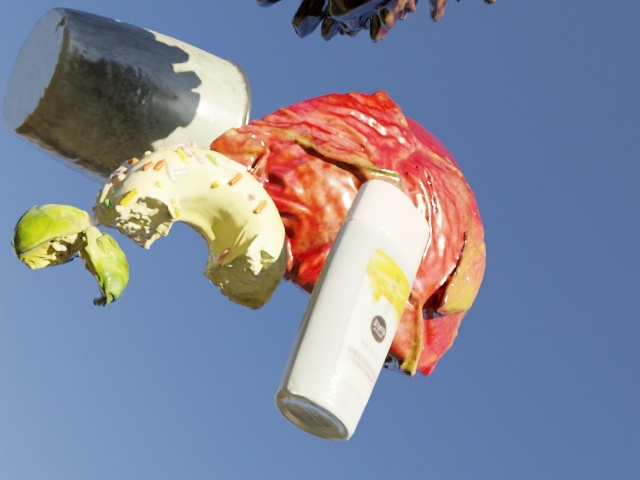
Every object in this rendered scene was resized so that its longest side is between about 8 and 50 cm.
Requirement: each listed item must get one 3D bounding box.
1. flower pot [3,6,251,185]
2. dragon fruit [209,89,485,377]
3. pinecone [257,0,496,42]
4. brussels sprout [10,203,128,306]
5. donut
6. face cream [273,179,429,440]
[{"bbox_3d":[-0.328,-0.223,1.600,0.330,0.293,0.294,21,-34,-35],"label":"flower pot"},{"bbox_3d":[0.000,0.000,1.001,0.240,0.330,0.302,-43,-133,33],"label":"dragon fruit"},{"bbox_3d":[0.075,-0.414,1.157,0.398,0.398,0.397,16,-58,27],"label":"pinecone"},{"bbox_3d":[-0.161,0.007,0.637,0.083,0.046,0.051,29,-93,3],"label":"brussels sprout"},{"bbox_3d":[-0.093,-0.026,0.779,0.166,0.108,0.065,29,-41,-25],"label":"donut"},{"bbox_3d":[0.029,0.051,0.734,0.057,0.198,0.084,-7,-43,40],"label":"face cream"}]
